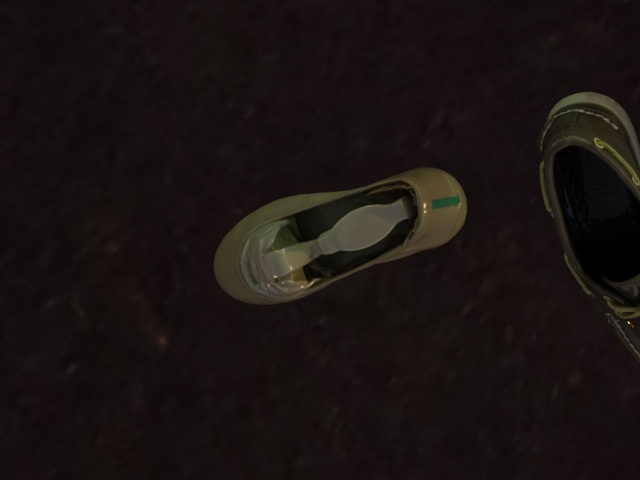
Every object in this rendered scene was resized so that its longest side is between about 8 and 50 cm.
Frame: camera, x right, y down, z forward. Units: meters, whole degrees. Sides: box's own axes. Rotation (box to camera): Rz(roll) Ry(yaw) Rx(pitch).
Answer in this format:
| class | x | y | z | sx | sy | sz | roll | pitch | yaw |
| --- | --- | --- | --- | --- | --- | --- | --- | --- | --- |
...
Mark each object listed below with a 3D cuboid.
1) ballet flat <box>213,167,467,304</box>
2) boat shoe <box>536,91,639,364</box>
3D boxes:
| class | x | y | z | sx | sy | sz | roll | pitch | yaw |
| --- | --- | --- | --- | --- | --- | --- | --- | --- | --- |
| ballet flat | 0.000 | 0.000 | 1.572 | 0.248 | 0.086 | 0.086 | -22 | 100 | 30 |
| boat shoe | 0.278 | 0.017 | 1.759 | 0.109 | 0.091 | 0.305 | -18 | 110 | 25 |
